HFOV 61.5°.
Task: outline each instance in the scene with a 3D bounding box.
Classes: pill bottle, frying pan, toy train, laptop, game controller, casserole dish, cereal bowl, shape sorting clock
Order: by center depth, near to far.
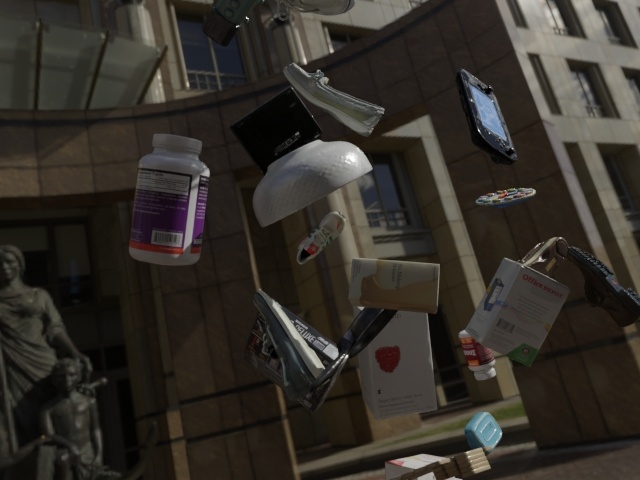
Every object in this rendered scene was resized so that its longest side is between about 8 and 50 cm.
[{"bbox_3d":[0.072,0.204,1.102,0.326,0.053,0.197,-40,-20,-24],"label":"frying pan"},{"bbox_3d":[-0.388,-0.104,1.394,0.181,0.323,0.181,7,2,0],"label":"pill bottle"},{"bbox_3d":[-0.039,-0.172,1.446,0.338,0.141,0.339,-27,4,2],"label":"cereal bowl"},{"bbox_3d":[0.451,-0.344,1.480,0.067,0.319,0.166,-33,-47,33],"label":"game controller"},{"bbox_3d":[0.492,0.352,1.678,0.085,0.152,0.086,-18,-3,-1],"label":"pill bottle"},{"bbox_3d":[-0.250,-0.764,1.682,0.142,0.190,0.334,32,-48,-23],"label":"toy train"},{"bbox_3d":[0.548,0.640,1.791,0.037,0.114,0.188,-43,-17,35],"label":"casserole dish"},{"bbox_3d":[0.658,-0.158,1.919,0.206,0.041,0.206,-11,14,3],"label":"shape sorting clock"},{"bbox_3d":[-0.198,-0.424,2.515,0.382,0.408,0.236,-42,13,-27],"label":"laptop"}]

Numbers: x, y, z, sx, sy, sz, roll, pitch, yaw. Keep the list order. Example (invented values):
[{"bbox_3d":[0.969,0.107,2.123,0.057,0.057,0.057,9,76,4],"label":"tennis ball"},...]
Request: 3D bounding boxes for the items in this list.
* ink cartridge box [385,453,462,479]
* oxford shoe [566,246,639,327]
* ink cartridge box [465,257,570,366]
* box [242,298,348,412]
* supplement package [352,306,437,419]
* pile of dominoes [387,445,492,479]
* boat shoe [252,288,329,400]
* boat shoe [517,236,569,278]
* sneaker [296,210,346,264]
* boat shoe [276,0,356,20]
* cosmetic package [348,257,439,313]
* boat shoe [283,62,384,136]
[{"bbox_3d":[0.283,0.627,1.459,0.198,0.067,0.115,9,-14,-40],"label":"ink cartridge box"},{"bbox_3d":[0.651,0.108,1.272,0.082,0.227,0.096,6,-49,-38],"label":"oxford shoe"},{"bbox_3d":[0.477,0.171,1.305,0.154,0.213,0.093,25,6,-13],"label":"ink cartridge box"},{"bbox_3d":[-0.087,0.367,1.706,0.076,0.307,0.243,-37,-25,-51],"label":"box"},{"bbox_3d":[0.203,0.318,1.505,0.177,0.293,0.175,-8,4,-7],"label":"supplement package"},{"bbox_3d":[0.199,0.455,1.021,0.195,0.040,0.251,7,-37,-41],"label":"pile of dominoes"},{"bbox_3d":[-0.097,0.231,1.239,0.099,0.319,0.116,-41,-44,-2],"label":"boat shoe"},{"bbox_3d":[0.612,0.087,1.561,0.257,0.095,0.095,-34,12,-23],"label":"boat shoe"},{"bbox_3d":[0.000,0.000,1.263,0.161,0.057,0.075,-42,16,32],"label":"sneaker"},{"bbox_3d":[-0.092,-0.636,1.337,0.156,0.367,0.136,-44,-26,-35],"label":"boat shoe"},{"bbox_3d":[0.097,0.059,0.708,0.114,0.060,0.041,2,-20,11],"label":"cosmetic package"},{"bbox_3d":[0.036,-0.435,1.602,0.103,0.320,0.118,-55,1,18],"label":"boat shoe"}]
